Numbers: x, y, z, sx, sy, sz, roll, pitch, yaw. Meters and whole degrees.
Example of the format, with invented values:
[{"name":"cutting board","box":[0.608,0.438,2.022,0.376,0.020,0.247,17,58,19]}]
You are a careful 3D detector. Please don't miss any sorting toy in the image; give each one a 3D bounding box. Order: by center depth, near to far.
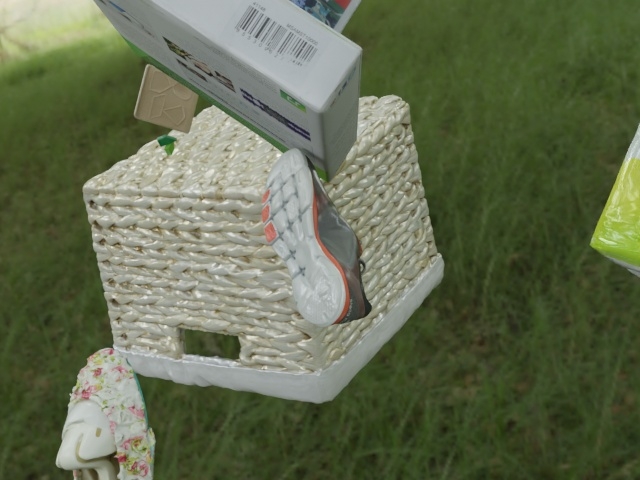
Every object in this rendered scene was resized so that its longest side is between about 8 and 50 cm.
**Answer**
[{"name":"sorting toy","box":[-0.159,-0.131,1.058,0.062,0.083,0.012,16,-7,-25]}]

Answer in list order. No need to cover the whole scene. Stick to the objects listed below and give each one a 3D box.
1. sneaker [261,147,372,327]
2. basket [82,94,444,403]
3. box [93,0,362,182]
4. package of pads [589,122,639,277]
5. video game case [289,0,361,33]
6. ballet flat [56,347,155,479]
[{"name":"sneaker","box":[0.000,0.000,0.844,0.065,0.158,0.061,8,-31,-44]},{"name":"basket","box":[-0.069,-0.004,1.290,0.328,0.266,0.331,4,29,32]},{"name":"box","box":[-0.076,-0.152,0.833,0.058,0.232,0.322,-56,-4,-5]},{"name":"package of pads","box":[0.434,-0.040,1.036,0.101,0.229,0.296,19,3,-37]},{"name":"video game case","box":[-0.032,-0.268,0.798,0.183,0.201,0.023,-59,22,-13]},{"name":"ballet flat","box":[-0.186,0.211,0.895,0.091,0.241,0.077,-21,-16,35]}]
